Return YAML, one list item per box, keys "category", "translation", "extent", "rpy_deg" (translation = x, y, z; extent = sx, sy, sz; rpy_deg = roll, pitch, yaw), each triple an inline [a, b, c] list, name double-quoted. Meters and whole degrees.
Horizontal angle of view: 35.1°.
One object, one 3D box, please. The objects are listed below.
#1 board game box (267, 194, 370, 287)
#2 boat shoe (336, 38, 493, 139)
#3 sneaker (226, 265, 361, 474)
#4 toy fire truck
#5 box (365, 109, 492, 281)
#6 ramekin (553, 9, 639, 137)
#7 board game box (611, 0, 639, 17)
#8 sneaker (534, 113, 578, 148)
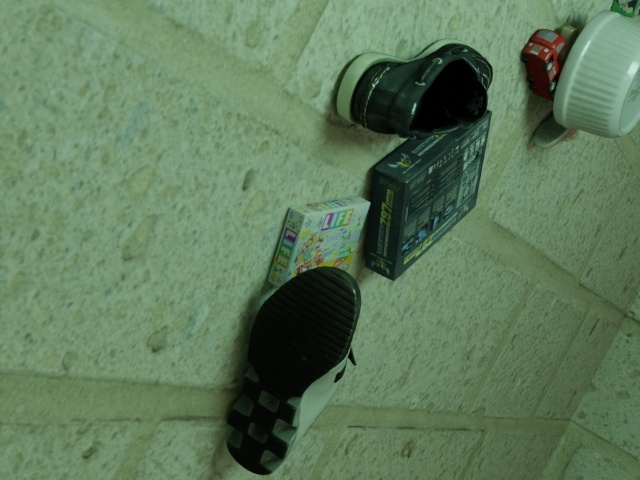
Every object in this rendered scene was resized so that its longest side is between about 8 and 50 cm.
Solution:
- category: "board game box"
  translation: [0.000, 0.000, 1.306]
  extent: [0.154, 0.026, 0.103]
  rpy_deg: [-14, 126, -55]
- category: "boat shoe"
  translation: [0.159, -0.189, 1.306]
  extent: [0.340, 0.113, 0.127]
  rpy_deg: [-10, 124, -56]
- category: "sneaker"
  translation: [-0.020, 0.148, 1.321]
  extent: [0.146, 0.122, 0.330]
  rpy_deg: [-33, 155, -52]
- category: "toy fire truck"
  translation: [0.396, -0.306, 1.670]
  extent: [0.135, 0.047, 0.192]
  rpy_deg: [-56, 152, -9]
- category: "box"
  translation: [0.157, -0.075, 1.467]
  extent: [0.233, 0.059, 0.183]
  rpy_deg: [-39, 145, -38]
- category: "ramekin"
  translation: [0.488, -0.269, 1.688]
  extent: [0.207, 0.109, 0.207]
  rpy_deg: [-40, 145, -35]
- category: "board game box"
  translation: [0.658, -0.543, 1.896]
  extent: [0.317, 0.046, 0.213]
  rpy_deg: [-25, 135, -49]
- category: "sneaker"
  translation: [0.431, -0.194, 1.828]
  extent: [0.134, 0.051, 0.070]
  rpy_deg: [-49, 145, -30]
